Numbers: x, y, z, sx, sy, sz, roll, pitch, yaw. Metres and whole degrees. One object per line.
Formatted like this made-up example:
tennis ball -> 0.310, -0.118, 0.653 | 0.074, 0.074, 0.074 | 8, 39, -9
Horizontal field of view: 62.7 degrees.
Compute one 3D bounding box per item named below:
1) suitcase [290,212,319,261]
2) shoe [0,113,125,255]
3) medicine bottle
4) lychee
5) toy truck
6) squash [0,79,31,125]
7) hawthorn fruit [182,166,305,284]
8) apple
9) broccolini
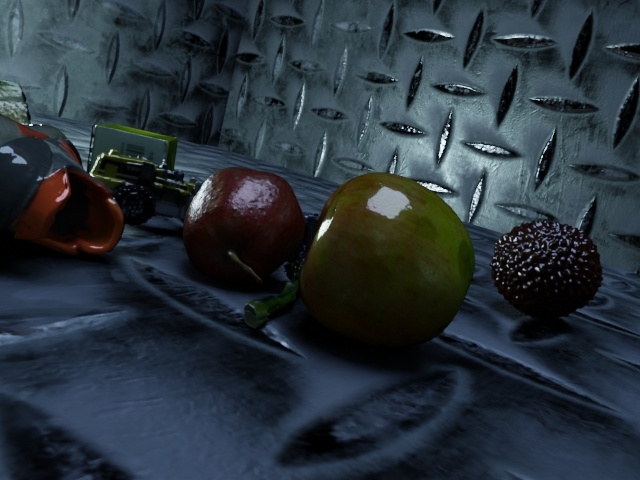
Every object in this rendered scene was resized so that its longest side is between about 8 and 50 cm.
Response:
suitcase -> 0.000, 0.000, 0.898 | 0.126, 0.086, 0.059 | 7, -3, -36
shoe -> -0.315, -0.051, 0.650 | 0.171, 0.132, 0.336 | 34, -4, -10
medicine bottle -> -0.368, -0.149, 1.050 | 0.141, 0.137, 0.250 | 12, 10, -13
lychee -> 0.387, 0.054, 0.906 | 0.188, 0.188, 0.188 | 14, 10, -3
toy truck -> -0.227, -0.066, 0.858 | 0.285, 0.111, 0.136 | 16, 7, -26
squash -> -0.587, -0.134, 0.793 | 0.288, 0.203, 0.111 | -14, -12, -34
hawthorn fruit -> -0.108, -0.006, 0.679 | 0.162, 0.163, 0.203 | 15, 29, 3
apple -> 0.073, 0.024, 0.584 | 0.195, 0.196, 0.196 | 14, 10, -3
broccolini -> -0.036, 0.052, 0.662 | 0.071, 0.058, 0.254 | -27, -4, 15
